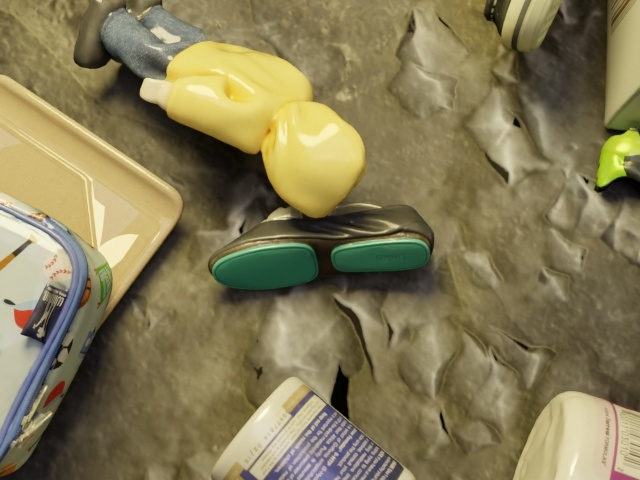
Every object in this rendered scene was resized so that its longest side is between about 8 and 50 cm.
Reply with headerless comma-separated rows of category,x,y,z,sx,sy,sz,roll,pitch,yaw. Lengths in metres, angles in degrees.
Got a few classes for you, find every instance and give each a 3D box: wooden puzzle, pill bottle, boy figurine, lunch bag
wooden puzzle,-0.274,0.002,0.938,0.221,0.044,0.239,34,81,6
pill bottle,0.311,0.245,0.837,0.301,0.169,0.169,19,74,2
pill bottle,0.014,0.211,0.857,0.186,0.112,0.112,39,75,8
boy figurine,-0.076,-0.127,0.933,0.285,0.177,0.092,35,118,14
lunch bag,-0.333,0.058,0.849,0.303,0.115,0.243,27,86,6

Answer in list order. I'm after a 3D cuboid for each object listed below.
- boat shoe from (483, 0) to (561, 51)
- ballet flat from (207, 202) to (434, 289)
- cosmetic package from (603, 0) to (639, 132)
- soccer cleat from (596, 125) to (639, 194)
boat shoe,0.183,-0.403,1.014,0.156,0.187,0.500,5,69,3
ballet flat,0.000,0.000,0.945,0.203,0.074,0.074,-6,74,1
cosmetic package,0.490,-0.281,0.917,0.393,0.327,0.330,5,74,-3
soccer cleat,0.347,-0.047,0.984,0.178,0.060,0.072,20,83,9
